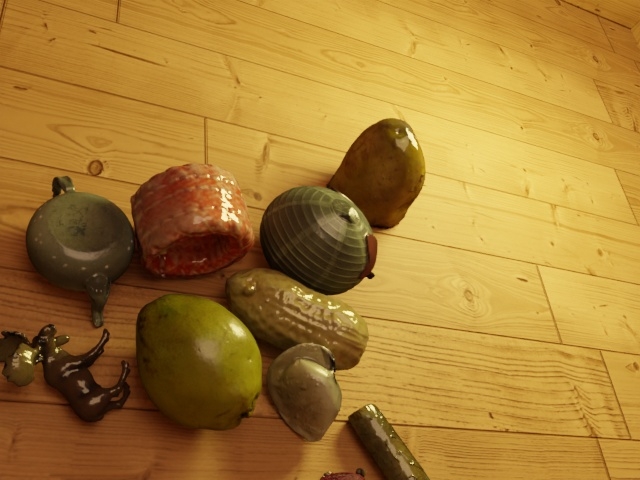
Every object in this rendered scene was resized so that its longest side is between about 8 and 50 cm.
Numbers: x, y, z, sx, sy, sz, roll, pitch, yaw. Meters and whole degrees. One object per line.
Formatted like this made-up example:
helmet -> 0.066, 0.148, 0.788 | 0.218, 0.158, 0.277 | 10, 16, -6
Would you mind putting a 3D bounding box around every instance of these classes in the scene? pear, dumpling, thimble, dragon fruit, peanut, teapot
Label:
pear -> -0.216, 0.211, 1.225 | 0.269, 0.212, 0.212 | 46, 47, 13
dumpling -> -0.030, 0.289, 1.335 | 0.150, 0.176, 0.092 | 9, 31, 15
thimble -> -0.252, -0.032, 1.362 | 0.239, 0.239, 0.162 | -4, 63, -33
dragon fruit -> 0.034, 0.477, 1.267 | 0.112, 0.068, 0.126 | -4, 12, 9
peanut -> -0.053, 0.156, 1.404 | 0.313, 0.152, 0.152 | 25, 48, -4
teapot -> -0.447, 0.006, 1.291 | 0.193, 0.129, 0.294 | -11, 62, -36

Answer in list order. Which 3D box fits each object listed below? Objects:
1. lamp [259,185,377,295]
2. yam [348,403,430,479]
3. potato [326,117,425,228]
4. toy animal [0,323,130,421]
lamp -> 0.000, 0.000, 1.493 | 0.233, 0.233, 0.265 | -32, 82, -42
yam -> 0.182, 0.486, 1.353 | 0.083, 0.083, 0.371 | -24, 72, -40
potato -> 0.161, -0.180, 1.703 | 0.229, 0.266, 0.229 | 13, 54, -19
toy animal -> -0.433, 0.216, 1.165 | 0.186, 0.094, 0.214 | -29, 78, -39
